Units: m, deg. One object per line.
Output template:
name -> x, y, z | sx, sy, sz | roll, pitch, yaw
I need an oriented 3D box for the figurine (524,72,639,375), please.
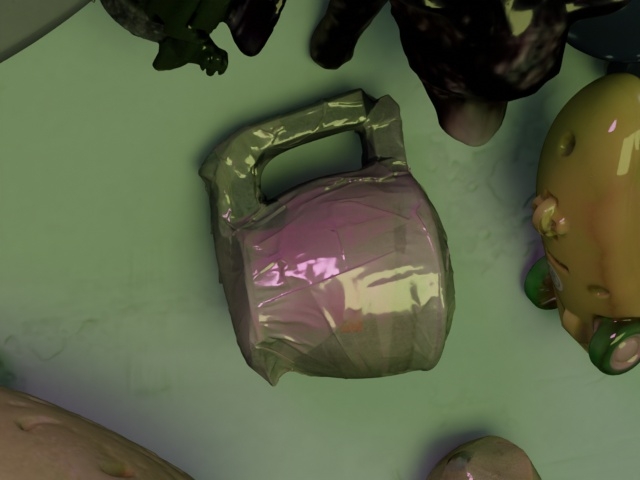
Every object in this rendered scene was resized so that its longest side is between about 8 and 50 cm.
figurine -> 0.290, -0.019, 1.064 | 0.222, 0.124, 0.325 | -29, 133, -7

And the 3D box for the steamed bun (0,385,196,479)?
steamed bun -> -0.238, 0.307, 0.853 | 0.455, 0.290, 0.371 | 19, 100, -20

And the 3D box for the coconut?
coconut -> 0.156, 0.245, 1.154 | 0.116, 0.116, 0.122 | -40, 122, -4

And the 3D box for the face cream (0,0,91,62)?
face cream -> -0.289, -0.206, 0.664 | 0.357, 0.313, 0.219 | -14, 155, -2

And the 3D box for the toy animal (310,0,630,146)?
toy animal -> 0.116, -0.227, 0.824 | 0.194, 0.303, 0.344 | -5, 113, -18

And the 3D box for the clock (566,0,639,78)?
clock -> 0.282, -0.205, 0.980 | 0.243, 0.146, 0.199 | 17, 122, -41

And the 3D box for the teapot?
teapot -> 0.004, 0.007, 0.958 | 0.178, 0.163, 0.222 | -8, 115, -12

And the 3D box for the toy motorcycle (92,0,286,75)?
toy motorcycle -> -0.067, -0.250, 0.802 | 0.127, 0.275, 0.205 | 12, 139, -26
